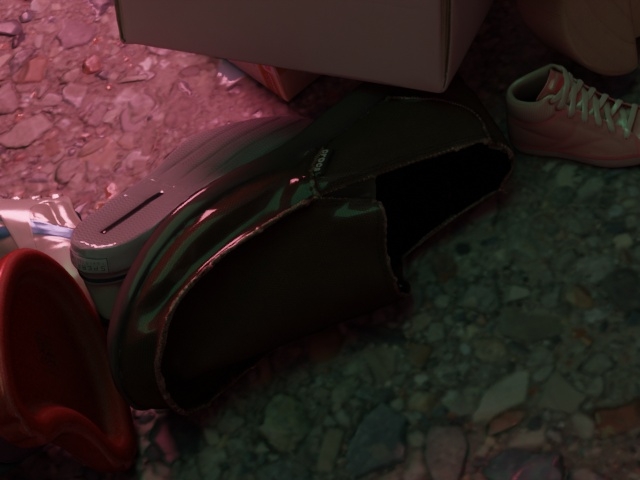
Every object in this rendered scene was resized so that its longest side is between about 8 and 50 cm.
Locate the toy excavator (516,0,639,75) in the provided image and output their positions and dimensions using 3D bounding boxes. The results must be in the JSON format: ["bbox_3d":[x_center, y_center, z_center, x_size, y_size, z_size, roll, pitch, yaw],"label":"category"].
[{"bbox_3d":[0.393,-0.341,1.259,0.433,0.445,0.222,0,22,-26],"label":"toy excavator"}]

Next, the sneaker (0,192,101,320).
[{"bbox_3d":[-0.248,0.003,1.317,0.229,0.087,0.092,25,58,27],"label":"sneaker"}]

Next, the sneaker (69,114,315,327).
[{"bbox_3d":[-0.093,-0.018,1.268,0.094,0.091,0.258,21,42,39],"label":"sneaker"}]

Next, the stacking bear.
[{"bbox_3d":[-0.311,0.129,1.187,0.289,0.175,0.164,-22,65,17],"label":"stacking bear"}]

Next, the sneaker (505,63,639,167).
[{"bbox_3d":[0.203,-0.097,1.225,0.134,0.070,0.051,6,53,24],"label":"sneaker"}]

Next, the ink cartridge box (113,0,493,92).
[{"bbox_3d":[0.024,-0.300,1.303,0.279,0.160,0.384,10,41,17],"label":"ink cartridge box"}]

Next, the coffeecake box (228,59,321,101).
[{"bbox_3d":[-0.040,-0.225,1.425,0.142,0.068,0.185,-40,50,-15],"label":"coffeecake box"}]

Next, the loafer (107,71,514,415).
[{"bbox_3d":[0.000,0.000,1.181,0.366,0.134,0.130,-43,50,-15],"label":"loafer"}]
